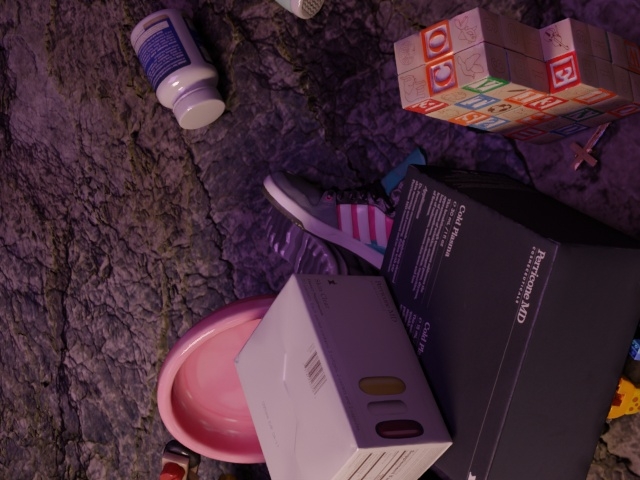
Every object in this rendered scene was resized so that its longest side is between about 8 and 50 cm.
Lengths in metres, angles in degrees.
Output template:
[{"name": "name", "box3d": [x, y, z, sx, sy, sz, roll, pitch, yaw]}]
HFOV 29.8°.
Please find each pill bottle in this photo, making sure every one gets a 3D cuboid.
[{"name": "pill bottle", "box3d": [-0.236, -0.286, 2.028, 0.112, 0.112, 0.186, -41, 66, 35]}]

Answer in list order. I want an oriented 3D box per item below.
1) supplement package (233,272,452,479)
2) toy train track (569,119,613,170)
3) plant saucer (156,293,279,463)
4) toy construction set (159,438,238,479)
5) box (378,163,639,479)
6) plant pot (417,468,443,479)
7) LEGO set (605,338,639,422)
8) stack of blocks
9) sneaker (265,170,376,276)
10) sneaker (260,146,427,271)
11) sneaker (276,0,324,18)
[{"name": "supplement package", "box3d": [0.022, 0.205, 1.560, 0.204, 0.145, 0.262, -55, 45, 40]}, {"name": "toy train track", "box3d": [0.359, -0.127, 1.583, 0.048, 0.014, 0.083, 49, 116, 36]}, {"name": "plant saucer", "box3d": [-0.083, 0.199, 1.810, 0.332, 0.332, 0.084, -56, 31, 28]}, {"name": "toy construction set", "box3d": [-0.186, 0.397, 1.978, 0.237, 0.257, 0.309, -46, 42, 47]}, {"name": "box", "box3d": [0.224, 0.113, 1.556, 0.312, 0.179, 0.343, 37, 117, 54]}, {"name": "plant pot", "box3d": [0.106, 0.447, 1.735, 0.188, 0.167, 0.187, 37, 116, 32]}, {"name": "LEGO set", "box3d": [0.410, 0.160, 1.518, 0.087, 0.093, 0.227, -115, 39, -58]}, {"name": "stack of blocks", "box3d": [0.252, -0.202, 1.478, 0.171, 0.297, 0.087, -18, 73, 41]}, {"name": "sneaker", "box3d": [0.000, 0.000, 1.848, 0.105, 0.115, 0.281, -61, 36, 29]}, {"name": "sneaker", "box3d": [0.079, -0.065, 1.708, 0.295, 0.124, 0.178, 29, 106, -5]}, {"name": "sneaker", "box3d": [-0.039, -0.488, 1.851, 0.151, 0.094, 0.256, 33, 116, 28]}]
